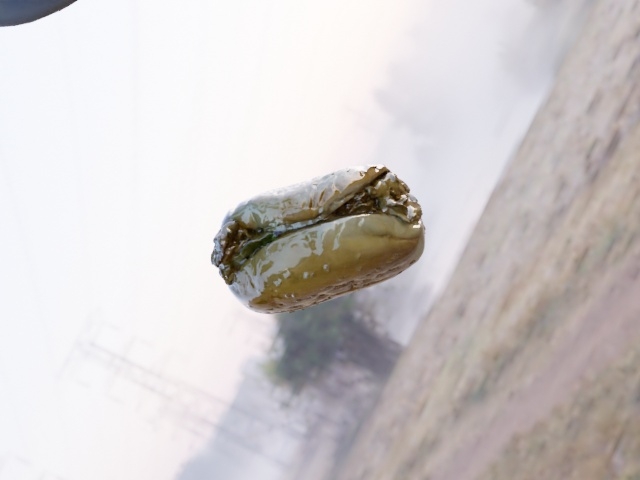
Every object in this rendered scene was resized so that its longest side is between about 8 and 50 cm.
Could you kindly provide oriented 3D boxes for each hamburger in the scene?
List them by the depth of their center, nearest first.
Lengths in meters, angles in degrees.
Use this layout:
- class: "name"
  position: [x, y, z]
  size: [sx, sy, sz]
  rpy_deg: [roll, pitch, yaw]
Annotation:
- class: "hamburger"
  position: [0.000, 0.000, 1.107]
  size: [0.138, 0.147, 0.083]
  rpy_deg: [54, -162, -77]

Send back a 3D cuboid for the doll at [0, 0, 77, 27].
- class: "doll"
  position: [-0.116, -0.214, 0.609]
  size: [0.258, 0.195, 0.153]
  rpy_deg: [-55, 14, -18]
